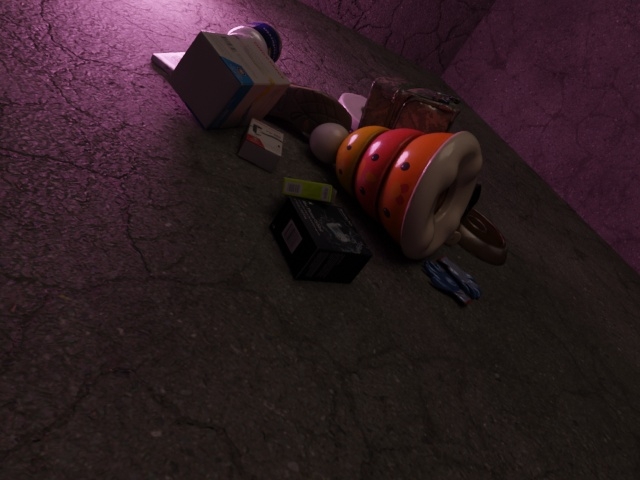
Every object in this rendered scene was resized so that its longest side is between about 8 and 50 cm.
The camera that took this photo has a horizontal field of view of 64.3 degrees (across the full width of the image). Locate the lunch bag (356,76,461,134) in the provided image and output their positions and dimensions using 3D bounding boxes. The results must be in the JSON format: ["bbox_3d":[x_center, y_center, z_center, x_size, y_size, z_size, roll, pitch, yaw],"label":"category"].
[{"bbox_3d":[0.262,-0.329,1.564,0.255,0.305,0.212,29,26,20],"label":"lunch bag"}]

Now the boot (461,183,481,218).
[{"bbox_3d":[0.384,-0.151,1.632,0.207,0.094,0.246,15,25,27],"label":"boot"}]

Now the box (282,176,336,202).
[{"bbox_3d":[-0.022,-0.112,1.170,0.108,0.043,0.178,10,3,5],"label":"box"}]

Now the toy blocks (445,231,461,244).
[{"bbox_3d":[0.356,-0.061,1.572,0.123,0.054,0.148,18,34,-29],"label":"toy blocks"}]

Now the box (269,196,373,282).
[{"bbox_3d":[0.000,0.000,1.073,0.158,0.093,0.156,9,39,-41],"label":"box"}]

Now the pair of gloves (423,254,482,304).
[{"bbox_3d":[0.354,0.106,1.365,0.159,0.023,0.198,46,30,20],"label":"pair of gloves"}]

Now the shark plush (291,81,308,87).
[{"bbox_3d":[-0.040,-0.502,1.779,0.161,0.067,0.073,22,60,-56],"label":"shark plush"}]

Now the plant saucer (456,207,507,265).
[{"bbox_3d":[0.516,-0.044,1.724,0.310,0.050,0.311,26,30,-16],"label":"plant saucer"}]

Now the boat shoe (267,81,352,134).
[{"bbox_3d":[-0.070,-0.418,1.535,0.355,0.133,0.130,20,26,-12],"label":"boat shoe"}]

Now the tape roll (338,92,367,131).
[{"bbox_3d":[0.222,-0.415,1.923,0.391,0.072,0.392,26,31,-17],"label":"tape roll"}]

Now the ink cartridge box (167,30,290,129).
[{"bbox_3d":[-0.230,-0.409,1.319,0.171,0.168,0.232,52,31,6],"label":"ink cartridge box"}]

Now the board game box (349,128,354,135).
[{"bbox_3d":[0.009,-0.409,1.716,0.193,0.045,0.147,12,37,-36],"label":"board game box"}]

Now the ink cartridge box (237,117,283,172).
[{"bbox_3d":[-0.151,-0.246,1.303,0.099,0.056,0.135,25,32,-18],"label":"ink cartridge box"}]

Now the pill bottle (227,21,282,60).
[{"bbox_3d":[-0.231,-0.626,1.669,0.153,0.153,0.265,33,30,-5],"label":"pill bottle"}]

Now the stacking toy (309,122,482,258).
[{"bbox_3d":[0.158,-0.192,1.396,0.479,0.351,0.350,29,24,28],"label":"stacking toy"}]

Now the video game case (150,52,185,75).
[{"bbox_3d":[-0.352,-0.477,1.458,0.183,0.023,0.201,39,29,4],"label":"video game case"}]
